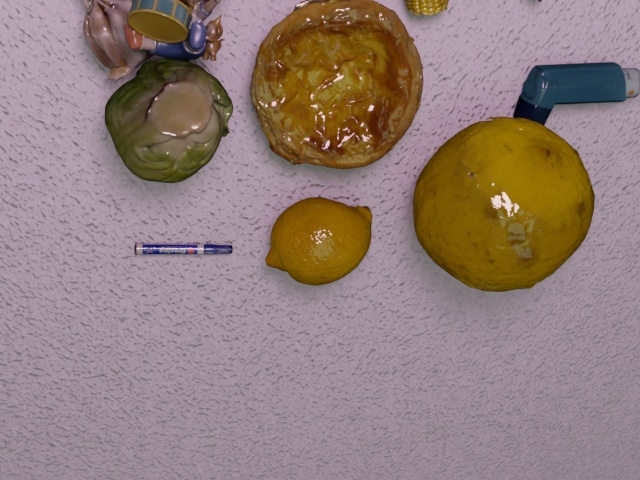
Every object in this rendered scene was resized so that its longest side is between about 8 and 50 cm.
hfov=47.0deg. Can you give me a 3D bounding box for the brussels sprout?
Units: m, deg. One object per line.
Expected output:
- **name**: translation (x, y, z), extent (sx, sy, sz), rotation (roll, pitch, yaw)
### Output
- **brussels sprout**: translation (-0.263, -0.214, 1.296), extent (0.244, 0.244, 0.244), rotation (-5, 121, -9)

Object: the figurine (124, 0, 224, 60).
- **figurine**: translation (-0.224, -0.432, 1.204), extent (0.161, 0.275, 0.158), rotation (4, 164, 13)

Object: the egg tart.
- **egg tart**: translation (0.027, -0.299, 1.381), extent (0.341, 0.129, 0.341), rotation (-5, 122, -8)

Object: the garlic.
- **garlic**: translation (-0.349, -0.384, 1.260), extent (0.127, 0.131, 0.194), rotation (-14, 116, 18)

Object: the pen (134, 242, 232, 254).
- **pen**: translation (-0.289, 0.019, 1.558), extent (0.204, 0.025, 0.025), rotation (0, 120, -13)

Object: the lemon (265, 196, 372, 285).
- **lemon**: translation (0.000, 0.000, 1.519), extent (0.244, 0.187, 0.187), rotation (-22, 122, -5)

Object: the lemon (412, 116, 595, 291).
- **lemon**: translation (0.355, -0.061, 1.476), extent (0.350, 0.349, 0.387), rotation (2, 151, -14)

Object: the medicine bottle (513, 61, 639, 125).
- **medicine bottle**: translation (0.530, -0.304, 1.516), extent (0.258, 0.079, 0.124), rotation (-7, 118, -9)

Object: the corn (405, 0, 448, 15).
- **corn**: translation (0.176, -0.522, 1.301), extent (0.093, 0.093, 0.244), rotation (-17, 122, -2)
